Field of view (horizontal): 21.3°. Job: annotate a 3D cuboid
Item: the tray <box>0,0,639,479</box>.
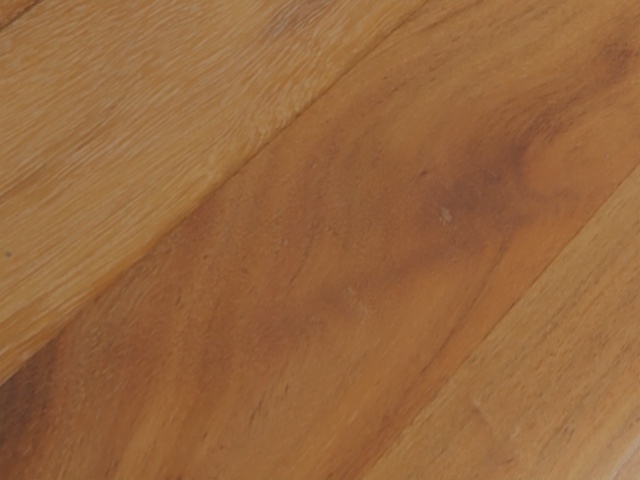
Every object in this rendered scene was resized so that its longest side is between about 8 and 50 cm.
[{"bbox_3d":[0.000,0.000,0.422,0.411,0.203,0.076,-45,-170,-34],"label":"tray"}]
